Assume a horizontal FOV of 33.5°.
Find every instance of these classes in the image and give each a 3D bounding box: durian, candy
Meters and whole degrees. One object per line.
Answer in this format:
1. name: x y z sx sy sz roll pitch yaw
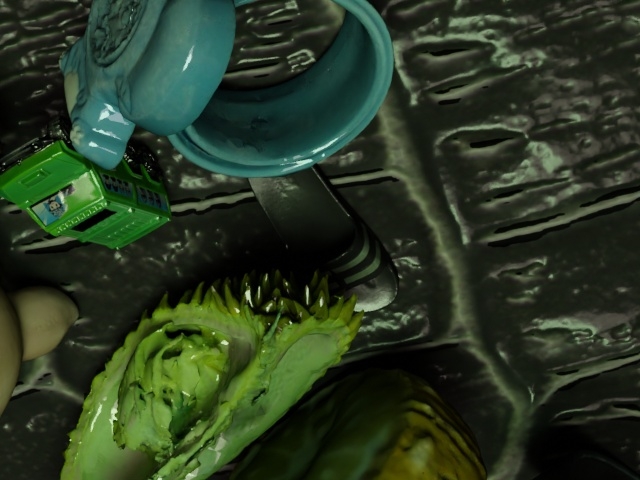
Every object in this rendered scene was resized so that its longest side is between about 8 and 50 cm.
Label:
1. durian: -0.094 0.141 0.864 0.157 0.169 0.355 34 118 -19
2. candy: 0.011 0.218 0.861 0.260 0.260 0.118 -37 105 17

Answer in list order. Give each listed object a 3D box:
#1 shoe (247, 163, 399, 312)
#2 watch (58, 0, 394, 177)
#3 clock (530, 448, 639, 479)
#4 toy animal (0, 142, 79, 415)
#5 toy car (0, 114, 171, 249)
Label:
1. shoe: 0.000 0.000 0.859 0.071 0.049 0.179 -29 115 14
2. watch: -0.057 -0.130 0.736 0.193 0.211 0.211 15 118 -32
3. clock: 0.307 0.332 0.855 0.386 0.386 0.076 38 106 -19
4. toy animal: -0.325 0.022 0.789 0.269 0.237 0.326 30 111 -2
5. toy car: -0.172 -0.037 0.780 0.071 0.165 0.062 -29 75 13
